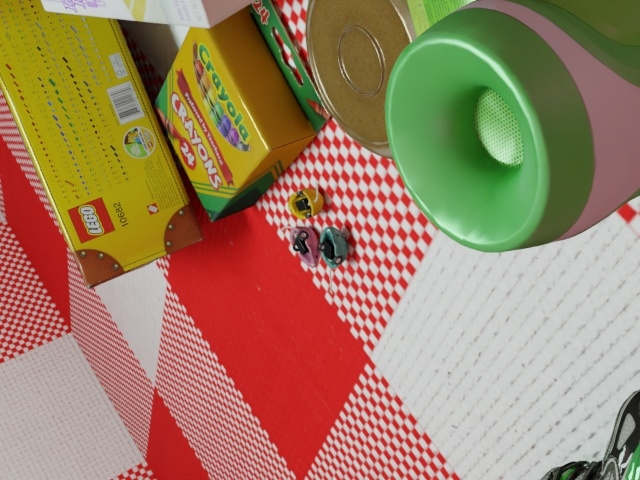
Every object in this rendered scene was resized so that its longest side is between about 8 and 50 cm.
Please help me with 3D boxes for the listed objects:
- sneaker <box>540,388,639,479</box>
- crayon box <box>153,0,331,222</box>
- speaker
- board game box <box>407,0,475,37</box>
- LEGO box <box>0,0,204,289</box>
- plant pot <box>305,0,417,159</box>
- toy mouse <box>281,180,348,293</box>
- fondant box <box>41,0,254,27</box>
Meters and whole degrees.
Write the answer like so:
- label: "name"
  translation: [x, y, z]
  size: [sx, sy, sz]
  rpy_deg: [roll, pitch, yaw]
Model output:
- label: "sneaker"
  translation: [0.256, 0.254, 0.781]
  size: [0.146, 0.134, 0.344]
  rpy_deg: [43, 145, 37]
- label: "crayon box"
  translation: [-0.118, -0.174, 1.138]
  size: [0.202, 0.081, 0.318]
  rpy_deg: [62, 151, 7]
- label: "speaker"
  translation: [0.182, -0.097, 0.463]
  size: [0.131, 0.296, 0.131]
  rpy_deg: [39, 142, 39]
- label: "board game box"
  translation: [0.126, -0.200, 0.744]
  size: [0.092, 0.043, 0.181]
  rpy_deg: [3, 114, 56]
- label: "LEGO box"
  translation: [-0.392, -0.193, 1.390]
  size: [0.500, 0.193, 0.372]
  rpy_deg: [69, 165, -6]
- label: "plant pot"
  translation: [0.051, -0.191, 0.891]
  size: [0.236, 0.032, 0.236]
  rpy_deg: [38, 141, 39]
- label: "toy mouse"
  translation: [0.000, 0.000, 1.123]
  size: [0.161, 0.031, 0.143]
  rpy_deg: [-21, 93, 62]
- label: "fondant box"
  translation: [-0.246, -0.388, 1.001]
  size: [0.330, 0.096, 0.238]
  rpy_deg: [17, 136, 38]
